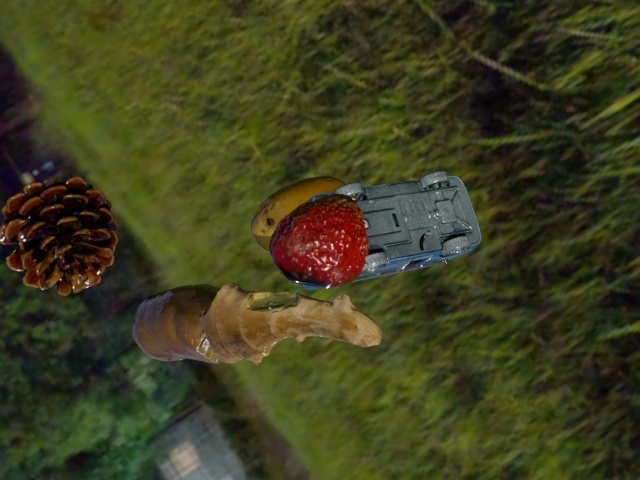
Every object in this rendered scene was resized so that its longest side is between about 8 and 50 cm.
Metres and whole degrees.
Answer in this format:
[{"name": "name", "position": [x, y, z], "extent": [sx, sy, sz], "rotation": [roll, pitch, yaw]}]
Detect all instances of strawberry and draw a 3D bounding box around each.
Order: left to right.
[{"name": "strawberry", "position": [0.001, 0.000, 1.056], "extent": [0.106, 0.106, 0.106], "rotation": [56, 173, 10]}]

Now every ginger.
[{"name": "ginger", "position": [-0.053, 0.132, 1.612], "extent": [0.086, 0.294, 0.131], "rotation": [-27, -61, -68]}]

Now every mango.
[{"name": "mango", "position": [-0.032, -0.048, 1.850], "extent": [0.098, 0.195, 0.137], "rotation": [47, 148, 17]}]

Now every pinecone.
[{"name": "pinecone", "position": [-0.428, 0.000, 1.761], "extent": [0.208, 0.207, 0.208], "rotation": [56, 173, 10]}]

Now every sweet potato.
[{"name": "sweet potato", "position": [-0.258, 0.153, 1.991], "extent": [0.369, 0.158, 0.158], "rotation": [-3, 124, 48]}]

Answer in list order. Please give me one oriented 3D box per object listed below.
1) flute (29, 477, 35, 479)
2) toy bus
[{"name": "flute", "position": [-0.542, 0.474, 1.914], "extent": [0.014, 0.014, 0.269], "rotation": [58, -179, -7]}, {"name": "toy bus", "position": [0.085, -0.011, 1.430], "extent": [0.134, 0.246, 0.114], "rotation": [-36, 68, 55]}]
